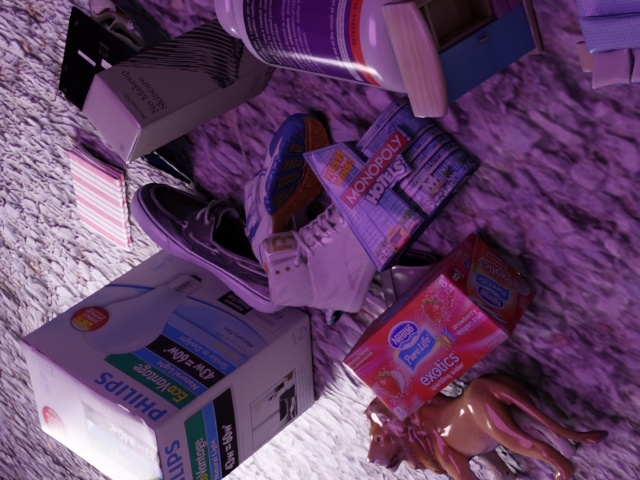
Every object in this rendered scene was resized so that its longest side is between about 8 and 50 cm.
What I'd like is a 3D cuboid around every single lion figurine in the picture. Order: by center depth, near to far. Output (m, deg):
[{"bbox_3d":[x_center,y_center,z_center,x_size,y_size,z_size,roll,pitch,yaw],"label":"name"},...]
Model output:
[{"bbox_3d":[0.231,0.274,1.864,0.240,0.142,0.392,49,138,2],"label":"lion figurine"}]

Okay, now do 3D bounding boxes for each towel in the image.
[{"bbox_3d":[-0.419,-0.081,2.421,0.144,0.029,0.197,31,141,29],"label":"towel"}]

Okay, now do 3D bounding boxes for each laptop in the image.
[{"bbox_3d":[-0.315,-0.239,2.119,0.234,0.136,0.264,37,130,23],"label":"laptop"}]

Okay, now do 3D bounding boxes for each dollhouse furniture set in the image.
[{"bbox_3d":[0.241,-0.280,1.350,0.303,0.198,0.286,4,121,47],"label":"dollhouse furniture set"}]

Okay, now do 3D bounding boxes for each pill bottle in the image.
[{"bbox_3d":[0.016,-0.299,1.607,0.323,0.181,0.181,18,131,40],"label":"pill bottle"}]

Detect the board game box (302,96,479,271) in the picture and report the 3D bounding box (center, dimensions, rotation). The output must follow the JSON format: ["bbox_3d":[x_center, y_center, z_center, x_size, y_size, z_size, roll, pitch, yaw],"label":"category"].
[{"bbox_3d":[0.082,-0.093,1.727,0.194,0.060,0.194,44,112,13],"label":"board game box"}]

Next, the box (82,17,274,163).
[{"bbox_3d":[-0.201,-0.228,1.834,0.113,0.275,0.094,48,142,10],"label":"box"}]

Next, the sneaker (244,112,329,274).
[{"bbox_3d":[-0.072,-0.084,1.948,0.131,0.112,0.296,50,139,39],"label":"sneaker"}]

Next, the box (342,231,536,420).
[{"bbox_3d":[0.164,0.124,1.773,0.128,0.122,0.257,44,131,-1],"label":"box"}]

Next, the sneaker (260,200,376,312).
[{"bbox_3d":[0.000,0.000,1.858,0.108,0.169,0.292,-103,21,-45],"label":"sneaker"}]

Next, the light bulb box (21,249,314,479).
[{"bbox_3d":[-0.260,0.232,2.200,0.358,0.361,0.225,26,136,34],"label":"light bulb box"}]

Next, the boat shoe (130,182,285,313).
[{"bbox_3d":[-0.171,-0.016,2.129,0.335,0.121,0.119,33,132,12],"label":"boat shoe"}]

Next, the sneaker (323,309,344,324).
[{"bbox_3d":[0.008,0.086,2.055,0.069,0.038,0.098,34,130,30],"label":"sneaker"}]

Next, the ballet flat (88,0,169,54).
[{"bbox_3d":[-0.331,-0.363,2.053,0.203,0.074,0.074,45,143,14],"label":"ballet flat"}]

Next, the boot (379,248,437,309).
[{"bbox_3d":[0.112,0.109,1.918,0.190,0.076,0.208,2,127,32],"label":"boot"}]
